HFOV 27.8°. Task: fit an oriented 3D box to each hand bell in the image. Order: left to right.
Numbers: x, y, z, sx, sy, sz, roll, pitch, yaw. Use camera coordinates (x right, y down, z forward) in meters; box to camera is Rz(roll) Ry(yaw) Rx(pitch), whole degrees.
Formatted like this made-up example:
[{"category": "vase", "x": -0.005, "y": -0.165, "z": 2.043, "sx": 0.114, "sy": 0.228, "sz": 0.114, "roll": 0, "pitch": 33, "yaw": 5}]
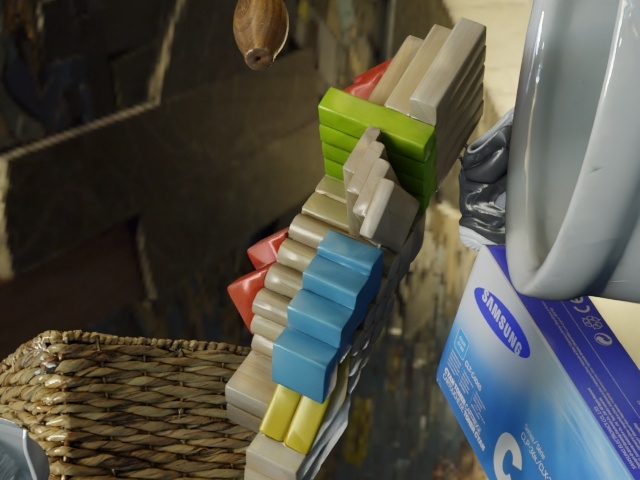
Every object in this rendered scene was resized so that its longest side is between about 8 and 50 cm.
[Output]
[{"category": "hand bell", "x": -0.045, "y": -0.201, "z": 0.970, "sx": 0.126, "sy": 0.242, "sz": 0.126, "roll": 0, "pitch": 129, "yaw": 0}]

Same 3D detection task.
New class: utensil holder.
[{"category": "utensil holder", "x": 0.340, "y": -0.097, "z": 0.823, "sx": 0.385, "sy": 0.328, "sz": 0.327, "roll": 9, "pitch": 165, "yaw": -1}]

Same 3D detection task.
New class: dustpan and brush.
[{"category": "dustpan and brush", "x": -0.245, "y": 0.188, "z": 0.940, "sx": 0.147, "sy": 0.060, "sz": 0.211, "roll": 9, "pitch": 151, "yaw": 20}]

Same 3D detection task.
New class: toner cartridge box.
[{"category": "toner cartridge box", "x": 0.207, "y": 0.170, "z": 1.062, "sx": 0.075, "sy": 0.348, "sz": 0.165, "roll": 0, "pitch": 127, "yaw": -21}]

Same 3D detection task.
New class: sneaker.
[{"category": "sneaker", "x": 0.268, "y": -0.078, "z": 1.449, "sx": 0.268, "sy": 0.153, "sz": 0.101, "roll": -10, "pitch": -160, "yaw": 24}]

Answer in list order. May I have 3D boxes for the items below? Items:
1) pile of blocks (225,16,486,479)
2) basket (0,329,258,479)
[{"category": "pile of blocks", "x": 0.000, "y": 0.000, "z": 0.925, "sx": 0.112, "sy": 0.362, "sz": 0.149, "roll": 22, "pitch": 176, "yaw": 18}, {"category": "basket", "x": -0.179, "y": 0.228, "z": 1.312, "sx": 0.299, "sy": 0.223, "sz": 0.213, "roll": 7, "pitch": 158, "yaw": -32}]
